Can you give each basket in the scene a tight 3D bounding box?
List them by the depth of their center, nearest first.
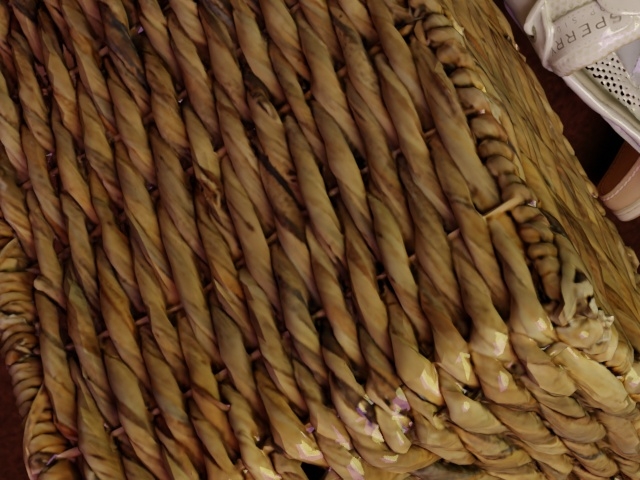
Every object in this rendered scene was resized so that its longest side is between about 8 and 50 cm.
[{"bbox_3d":[0.000,0.000,0.671,0.223,0.299,0.213,-32,149,14],"label":"basket"}]

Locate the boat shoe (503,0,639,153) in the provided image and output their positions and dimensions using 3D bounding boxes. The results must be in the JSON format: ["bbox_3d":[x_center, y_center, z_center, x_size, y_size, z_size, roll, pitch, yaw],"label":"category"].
[{"bbox_3d":[0.137,-0.121,0.743,0.277,0.096,0.098,43,135,-21],"label":"boat shoe"}]

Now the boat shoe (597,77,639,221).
[{"bbox_3d":[0.199,-0.091,0.866,0.059,0.063,0.170,28,108,-12],"label":"boat shoe"}]

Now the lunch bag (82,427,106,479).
[{"bbox_3d":[-0.102,0.147,0.871,0.065,0.067,0.098,-3,121,-24],"label":"lunch bag"}]
